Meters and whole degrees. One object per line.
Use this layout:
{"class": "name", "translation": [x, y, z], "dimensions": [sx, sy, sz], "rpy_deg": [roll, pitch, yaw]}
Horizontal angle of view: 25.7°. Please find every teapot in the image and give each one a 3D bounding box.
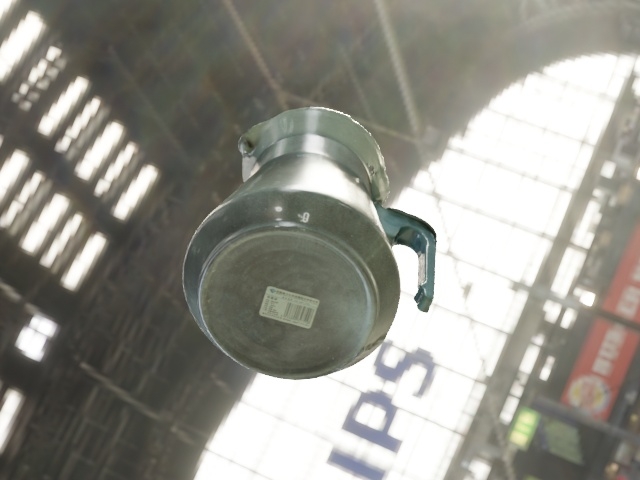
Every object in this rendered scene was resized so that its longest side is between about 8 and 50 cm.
{"class": "teapot", "translation": [0.000, 0.000, 1.163], "dimensions": [0.225, 0.203, 0.171], "rpy_deg": [-79, 12, -59]}
